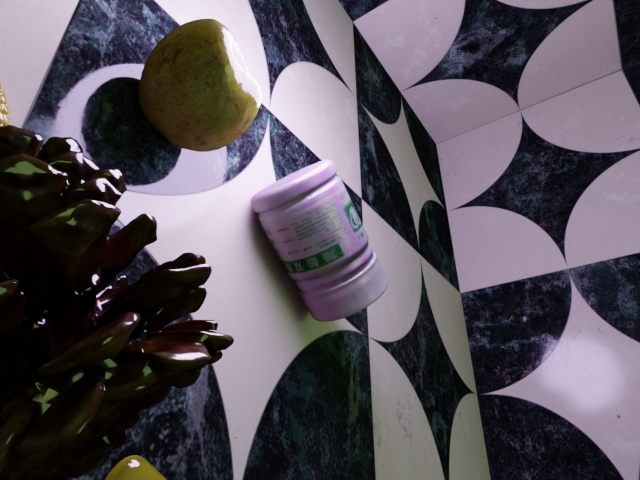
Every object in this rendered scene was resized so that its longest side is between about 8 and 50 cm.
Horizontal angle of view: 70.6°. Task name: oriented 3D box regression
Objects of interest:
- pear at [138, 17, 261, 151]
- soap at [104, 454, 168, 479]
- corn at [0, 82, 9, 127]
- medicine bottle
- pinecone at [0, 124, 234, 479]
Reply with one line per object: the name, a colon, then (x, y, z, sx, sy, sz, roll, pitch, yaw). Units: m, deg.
pear: (-0.230, -0.282, 0.844, 0.228, 0.211, 0.188, 65, 9, 15)
soap: (-0.239, 0.359, 0.611, 0.140, 0.045, 0.089, 58, 36, -22)
corn: (-0.465, -0.244, 0.509, 0.123, 0.122, 0.305, -28, 98, -52)
medicine bottle: (0.000, 0.000, 1.049, 0.325, 0.212, 0.212, 64, 30, -15)
pinecone: (-0.296, 0.052, 0.415, 0.384, 0.385, 0.384, 36, 45, -46)
